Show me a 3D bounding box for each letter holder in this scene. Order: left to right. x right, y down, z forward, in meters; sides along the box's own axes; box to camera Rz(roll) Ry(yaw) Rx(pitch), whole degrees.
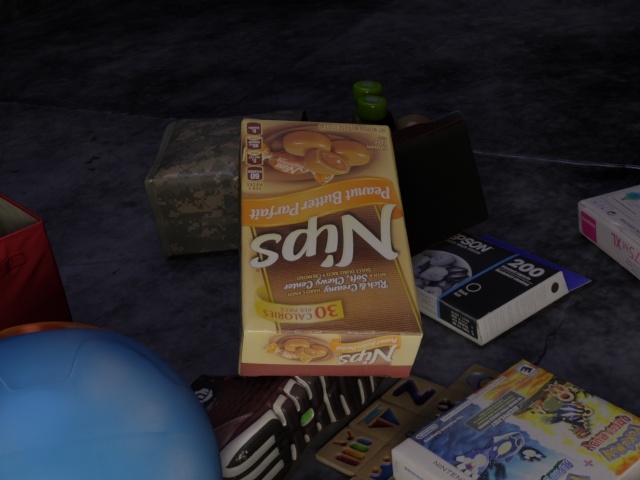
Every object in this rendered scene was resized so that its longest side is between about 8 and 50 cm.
[{"bbox_3d":[0.045,-0.052,1.307,0.301,0.152,0.214,-24,16,-26],"label":"letter holder"}]

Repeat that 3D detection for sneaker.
[{"bbox_3d":[-0.055,0.159,1.039,0.162,0.107,0.281,13,35,39],"label":"sneaker"}]

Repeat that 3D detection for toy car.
[{"bbox_3d":[0.148,-0.178,1.568,0.188,0.155,0.149,1,28,-4],"label":"toy car"}]

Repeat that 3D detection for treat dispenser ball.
[{"bbox_3d":[-0.228,0.213,0.787,0.288,0.288,0.288,-6,28,3],"label":"treat dispenser ball"}]

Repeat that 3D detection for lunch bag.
[{"bbox_3d":[-0.136,-0.113,1.493,0.235,0.169,0.287,-5,33,7],"label":"lunch bag"}]

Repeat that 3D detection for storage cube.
[{"bbox_3d":[-0.463,0.066,1.222,0.183,0.193,0.215,-28,35,-32],"label":"storage cube"}]

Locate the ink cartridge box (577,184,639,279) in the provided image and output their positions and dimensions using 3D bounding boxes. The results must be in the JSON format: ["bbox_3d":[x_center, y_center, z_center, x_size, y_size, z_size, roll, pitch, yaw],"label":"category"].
[{"bbox_3d":[0.543,-0.034,1.279,0.311,0.065,0.186,-17,30,-10],"label":"ink cartridge box"}]

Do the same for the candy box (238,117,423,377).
[{"bbox_3d":[0.000,0.000,1.029,0.182,0.088,0.317,1,48,-7],"label":"candy box"}]

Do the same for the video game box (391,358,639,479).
[{"bbox_3d":[0.206,0.213,0.906,0.205,0.048,0.187,-27,36,-31],"label":"video game box"}]

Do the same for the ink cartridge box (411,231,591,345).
[{"bbox_3d":[0.217,0.044,1.239,0.208,0.045,0.206,-24,31,-28],"label":"ink cartridge box"}]

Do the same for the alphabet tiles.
[{"bbox_3d":[0.176,0.235,0.934,0.342,0.011,0.285,17,36,38],"label":"alphabet tiles"}]
